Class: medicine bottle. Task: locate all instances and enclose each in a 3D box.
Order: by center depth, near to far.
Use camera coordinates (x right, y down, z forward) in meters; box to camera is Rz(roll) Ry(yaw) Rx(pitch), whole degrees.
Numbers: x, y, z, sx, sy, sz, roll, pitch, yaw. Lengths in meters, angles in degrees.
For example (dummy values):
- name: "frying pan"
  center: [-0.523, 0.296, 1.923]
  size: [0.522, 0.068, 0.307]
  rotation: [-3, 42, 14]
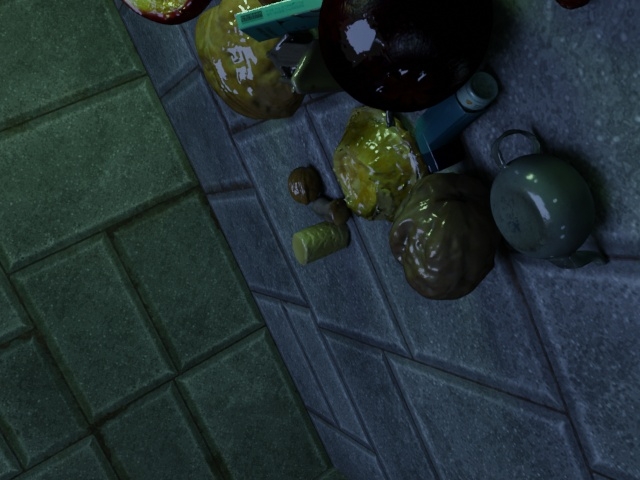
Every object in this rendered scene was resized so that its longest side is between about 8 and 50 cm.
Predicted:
- name: "medicine bottle"
  center: [0.269, -0.234, 1.340]
  size: [0.124, 0.079, 0.258]
  rotation: [62, 159, 8]

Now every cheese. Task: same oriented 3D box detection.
- name: "cheese"
  center: [0.000, 0.000, 2.131]
  size: [0.094, 0.167, 0.123]
  rotation: [54, 155, 29]

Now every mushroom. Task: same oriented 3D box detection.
- name: "mushroom"
  center: [0.022, -0.101, 2.105]
  size: [0.209, 0.071, 0.084]
  rotation: [25, 133, 63]

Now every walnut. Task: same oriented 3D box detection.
- name: "walnut"
  center: [0.263, -0.010, 1.425]
  size: [0.273, 0.227, 0.273]
  rotation: [47, 151, 37]
- name: "walnut"
  center: [-0.161, -0.475, 1.760]
  size: [0.344, 0.306, 0.306]
  rotation: [58, 160, -9]
- name: "walnut"
  center: [-0.051, -0.172, 2.132]
  size: [0.105, 0.105, 0.125]
  rotation: [17, 115, 61]

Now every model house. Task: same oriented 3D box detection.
- name: "model house"
  center: [-0.012, -0.417, 1.569]
  size: [0.188, 0.229, 0.122]
  rotation: [32, 128, 45]

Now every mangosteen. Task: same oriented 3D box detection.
- name: "mangosteen"
  center: [0.140, -0.396, 1.187]
  size: [0.307, 0.306, 0.347]
  rotation: [101, 167, -59]

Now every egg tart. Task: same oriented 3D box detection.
- name: "egg tart"
  center: [0.132, -0.169, 1.674]
  size: [0.345, 0.132, 0.345]
  rotation: [49, 154, 34]

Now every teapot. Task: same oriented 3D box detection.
- name: "teapot"
  center: [0.397, -0.064, 1.198]
  size: [0.294, 0.129, 0.193]
  rotation: [63, 159, 1]

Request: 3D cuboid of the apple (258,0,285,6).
- name: "apple"
  center: [-0.076, -0.609, 1.522]
  size: [0.188, 0.188, 0.174]
  rotation: [60, 172, 3]

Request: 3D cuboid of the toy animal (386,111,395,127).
- name: "toy animal"
  center: [0.167, -0.339, 1.442]
  size: [0.148, 0.084, 0.232]
  rotation: [62, 163, 4]

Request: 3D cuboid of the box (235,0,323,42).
- name: "box"
  center: [-0.053, -0.495, 1.487]
  size: [0.162, 0.229, 0.041]
  rotation: [-32, -70, -77]

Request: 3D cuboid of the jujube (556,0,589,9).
- name: "jujube"
  center: [0.366, -0.381, 0.948]
  size: [0.077, 0.077, 0.129]
  rotation: [55, 169, 17]

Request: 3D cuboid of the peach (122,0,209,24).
- name: "peach"
  center: [-0.448, -0.835, 1.933]
  size: [0.335, 0.310, 0.406]
  rotation: [-29, 103, 32]
